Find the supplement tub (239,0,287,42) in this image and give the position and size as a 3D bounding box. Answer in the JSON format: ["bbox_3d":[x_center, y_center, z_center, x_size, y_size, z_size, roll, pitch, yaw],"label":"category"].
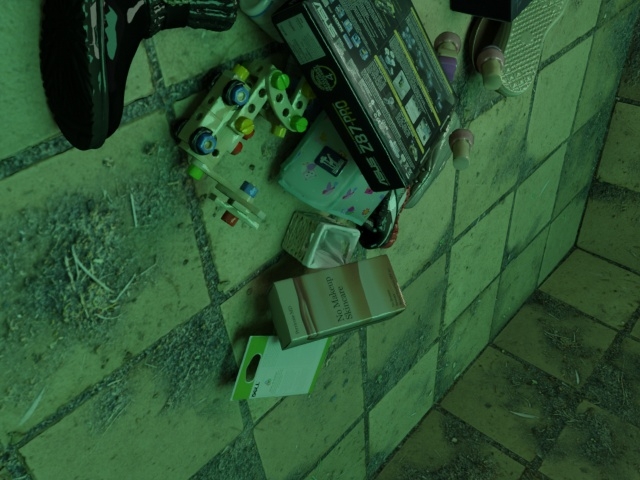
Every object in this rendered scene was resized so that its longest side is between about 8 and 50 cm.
[{"bbox_3d":[-0.088,-0.411,1.046,0.107,0.071,0.071,26,92,-56],"label":"supplement tub"}]

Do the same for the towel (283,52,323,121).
[{"bbox_3d":[0.014,-0.386,1.232,0.209,0.034,0.285,-2,115,-52],"label":"towel"}]

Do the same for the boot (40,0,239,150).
[{"bbox_3d":[-0.250,-0.308,0.851,0.260,0.131,0.348,-17,126,-47],"label":"boot"}]

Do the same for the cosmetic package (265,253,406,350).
[{"bbox_3d":[0.035,0.147,1.410,0.296,0.153,0.129,-15,165,-19],"label":"cosmetic package"}]

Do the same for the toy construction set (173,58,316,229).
[{"bbox_3d":[-0.136,-0.192,1.077,0.215,0.151,0.327,38,70,-51],"label":"toy construction set"}]

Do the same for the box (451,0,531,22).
[{"bbox_3d":[0.469,-0.777,1.422,0.312,0.179,0.343,-48,144,-22],"label":"box"}]

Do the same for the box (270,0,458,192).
[{"bbox_3d":[0.110,-0.343,1.138,0.395,0.097,0.318,54,51,-28],"label":"box"}]

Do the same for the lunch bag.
[{"bbox_3d":[0.049,-0.175,1.303,0.262,0.160,0.223,18,116,-48],"label":"lunch bag"}]

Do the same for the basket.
[{"bbox_3d":[0.000,0.000,1.427,0.167,0.103,0.113,9,106,-54],"label":"basket"}]

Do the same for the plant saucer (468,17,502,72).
[{"bbox_3d":[0.482,-0.590,1.701,0.198,0.036,0.198,-31,135,-37],"label":"plant saucer"}]

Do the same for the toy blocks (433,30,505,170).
[{"bbox_3d":[0.268,-0.382,1.454,0.260,0.309,0.288,-74,178,-49],"label":"toy blocks"}]

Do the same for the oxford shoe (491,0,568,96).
[{"bbox_3d":[0.590,-0.621,1.689,0.130,0.169,0.449,-173,-76,-82],"label":"oxford shoe"}]

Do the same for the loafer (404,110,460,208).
[{"bbox_3d":[0.315,-0.223,1.677,0.111,0.112,0.319,37,82,-48],"label":"loafer"}]

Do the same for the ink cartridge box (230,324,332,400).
[{"bbox_3d":[-0.116,0.299,1.501,0.255,0.097,0.188,7,109,-39],"label":"ink cartridge box"}]

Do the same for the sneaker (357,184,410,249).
[{"bbox_3d":[0.165,-0.090,1.584,0.135,0.098,0.276,-22,132,-46],"label":"sneaker"}]
